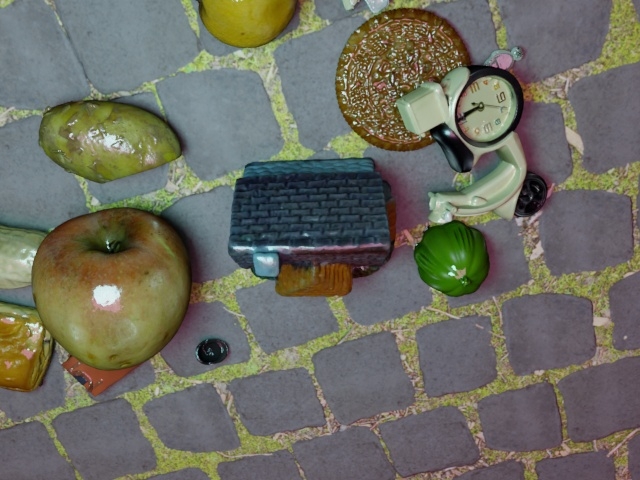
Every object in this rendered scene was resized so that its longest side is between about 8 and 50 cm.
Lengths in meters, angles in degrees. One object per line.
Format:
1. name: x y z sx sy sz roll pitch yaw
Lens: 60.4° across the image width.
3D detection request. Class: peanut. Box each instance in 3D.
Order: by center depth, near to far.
1. peanut: -0.750 0.030 1.269 0.313 0.152 0.152 12 110 -5

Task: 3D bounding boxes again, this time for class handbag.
1. handbag: -0.551 0.302 1.417 0.190 0.063 0.127 -36 107 8

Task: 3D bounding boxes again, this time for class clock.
1. clock: 0.332 -0.182 1.192 0.276 0.120 0.379 -26 113 -3

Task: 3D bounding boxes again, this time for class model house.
1. model house: 0.000 0.000 1.158 0.360 0.339 0.297 -1 108 0

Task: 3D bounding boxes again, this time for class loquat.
1. loquat: -0.147 -0.478 1.051 0.208 0.208 0.208 0 110 0

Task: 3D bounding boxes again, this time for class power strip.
1. power strip: 0.393 -0.383 1.174 0.083 0.035 0.055 -26 108 12

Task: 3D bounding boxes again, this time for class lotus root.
1. lotus root: 0.315 0.063 1.269 0.186 0.186 0.186 0 110 0

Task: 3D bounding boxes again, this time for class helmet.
1. helmet: -0.285 0.288 1.415 0.084 0.049 0.065 1 76 -26

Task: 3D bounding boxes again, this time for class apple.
1. apple: -0.439 0.108 1.206 0.338 0.338 0.305 2 130 -1

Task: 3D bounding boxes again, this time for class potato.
1. potato: -0.451 -0.209 1.183 0.298 0.141 0.176 8 119 -3

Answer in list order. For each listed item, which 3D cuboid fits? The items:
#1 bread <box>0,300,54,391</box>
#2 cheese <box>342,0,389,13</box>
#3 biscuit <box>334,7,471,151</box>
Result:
1. bread: -0.787 0.269 1.381 0.210 0.099 0.235 14 109 -5
2. cheese: 0.068 -0.561 1.100 0.127 0.050 0.235 -31 100 9
3. biscuit: 0.180 -0.341 1.187 0.305 0.038 0.305 0 110 0
